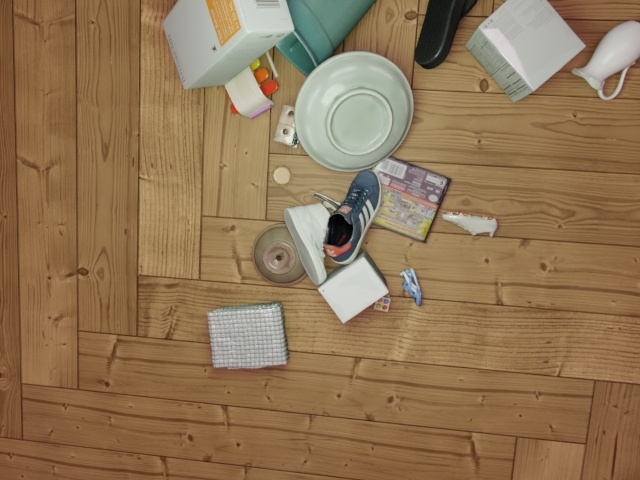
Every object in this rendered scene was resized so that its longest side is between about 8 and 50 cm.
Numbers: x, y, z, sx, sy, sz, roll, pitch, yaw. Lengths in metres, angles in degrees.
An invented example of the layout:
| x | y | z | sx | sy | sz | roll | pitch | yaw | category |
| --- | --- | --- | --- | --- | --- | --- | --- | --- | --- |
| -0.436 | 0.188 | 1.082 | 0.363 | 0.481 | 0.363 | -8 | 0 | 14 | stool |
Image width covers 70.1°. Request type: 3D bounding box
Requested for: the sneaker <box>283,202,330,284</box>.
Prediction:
| x | y | z | sx | sy | sz | roll | pitch | yaw | category |
| --- | --- | --- | --- | --- | --- | --- | --- | --- | --- |
| 0.000 | 0.000 | 1.605 | 0.169 | 0.108 | 0.293 | -16 | 77 | -26 | sneaker |

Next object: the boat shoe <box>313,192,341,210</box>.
| x | y | z | sx | sy | sz | roll | pitch | yaw | category |
| --- | --- | --- | --- | --- | --- | --- | --- | --- | --- |
| 0.034 | -0.132 | 1.660 | 0.137 | 0.049 | 0.043 | 26 | 101 | -3 | boat shoe |

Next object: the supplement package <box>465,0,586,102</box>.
| x | y | z | sx | sy | sz | roll | pitch | yaw | category |
| --- | --- | --- | --- | --- | --- | --- | --- | --- | --- |
| 0.644 | -0.624 | 1.464 | 0.199 | 0.198 | 0.263 | -41 | 91 | 8 | supplement package |

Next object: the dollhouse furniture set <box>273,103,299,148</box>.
| x | y | z | sx | sy | sz | roll | pitch | yaw | category |
| --- | --- | --- | --- | --- | --- | --- | --- | --- | --- |
| -0.048 | -0.378 | 1.595 | 0.183 | 0.129 | 0.129 | 18 | 98 | 4 | dollhouse furniture set |

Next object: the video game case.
| x | y | z | sx | sy | sz | roll | pitch | yaw | category |
| --- | --- | --- | --- | --- | --- | --- | --- | --- | --- |
| 0.292 | -0.153 | 1.638 | 0.274 | 0.035 | 0.248 | 21 | 98 | 2 | video game case |

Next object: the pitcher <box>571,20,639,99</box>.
| x | y | z | sx | sy | sz | roll | pitch | yaw | category |
| --- | --- | --- | --- | --- | --- | --- | --- | --- | --- |
| 0.965 | -0.583 | 1.488 | 0.177 | 0.125 | 0.207 | 35 | 110 | -20 | pitcher |

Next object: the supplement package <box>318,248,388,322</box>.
| x | y | z | sx | sy | sz | roll | pitch | yaw | category |
| --- | --- | --- | --- | --- | --- | --- | --- | --- | --- |
| 0.119 | 0.155 | 1.607 | 0.194 | 0.203 | 0.149 | -36 | 92 | 9 | supplement package |

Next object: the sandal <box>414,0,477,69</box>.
| x | y | z | sx | sy | sz | roll | pitch | yaw | category |
| --- | --- | --- | --- | --- | --- | --- | --- | --- | --- |
| 0.437 | -0.776 | 1.504 | 0.107 | 0.167 | 0.446 | 16 | 97 | -34 | sandal |

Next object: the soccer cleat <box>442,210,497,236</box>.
| x | y | z | sx | sy | sz | roll | pitch | yaw | category |
| --- | --- | --- | --- | --- | --- | --- | --- | --- | --- |
| 0.526 | -0.058 | 1.612 | 0.196 | 0.068 | 0.076 | 9 | 101 | 2 | soccer cleat |

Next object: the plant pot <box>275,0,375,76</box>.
| x | y | z | sx | sy | sz | roll | pitch | yaw | category |
| --- | --- | --- | --- | --- | --- | --- | --- | --- | --- |
| -0.009 | -0.765 | 1.463 | 0.341 | 0.341 | 0.334 | 44 | 90 | -1 | plant pot |

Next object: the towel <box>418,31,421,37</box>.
| x | y | z | sx | sy | sz | roll | pitch | yaw | category |
| --- | --- | --- | --- | --- | --- | --- | --- | --- | --- |
| 0.383 | -0.723 | 1.572 | 0.060 | 0.009 | 0.083 | 35 | 99 | 0 | towel |

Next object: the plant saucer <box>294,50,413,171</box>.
| x | y | z | sx | sy | sz | roll | pitch | yaw | category |
| --- | --- | --- | --- | --- | --- | --- | --- | --- | --- |
| 0.118 | -0.391 | 1.466 | 0.400 | 0.100 | 0.401 | -5 | 124 | -8 | plant saucer |

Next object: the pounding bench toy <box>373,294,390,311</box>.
| x | y | z | sx | sy | sz | roll | pitch | yaw | category |
| --- | --- | --- | --- | --- | --- | --- | --- | --- | --- |
| 0.211 | 0.223 | 1.675 | 0.083 | 0.065 | 0.052 | 13 | 98 | 4 | pounding bench toy |

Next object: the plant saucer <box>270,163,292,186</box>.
| x | y | z | sx | sy | sz | roll | pitch | yaw | category |
| --- | --- | --- | --- | --- | --- | --- | --- | --- | --- |
| -0.142 | -0.239 | 1.679 | 0.083 | 0.015 | 0.083 | 1 | 97 | 6 | plant saucer |

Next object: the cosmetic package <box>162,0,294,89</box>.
| x | y | z | sx | sy | sz | roll | pitch | yaw | category |
| --- | --- | --- | --- | --- | --- | --- | --- | --- | --- |
| -0.291 | -0.637 | 1.351 | 0.161 | 0.453 | 0.230 | -23 | 100 | -35 | cosmetic package |

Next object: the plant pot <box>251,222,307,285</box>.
| x | y | z | sx | sy | sz | roll | pitch | yaw | category |
| --- | --- | --- | --- | --- | --- | --- | --- | --- | --- |
| -0.144 | 0.057 | 1.668 | 0.237 | 0.110 | 0.237 | 1 | 97 | 6 | plant pot |

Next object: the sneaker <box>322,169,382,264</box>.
| x | y | z | sx | sy | sz | roll | pitch | yaw | category |
| --- | --- | --- | --- | --- | --- | --- | --- | --- | --- |
| 0.105 | -0.099 | 1.535 | 0.131 | 0.148 | 0.350 | 10 | 74 | 30 | sneaker |

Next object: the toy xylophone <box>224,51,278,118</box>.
| x | y | z | sx | sy | sz | roll | pitch | yaw | category |
| --- | --- | --- | --- | --- | --- | --- | --- | --- | --- |
| -0.260 | -0.601 | 1.596 | 0.236 | 0.081 | 0.323 | -15 | 97 | 21 | toy xylophone |

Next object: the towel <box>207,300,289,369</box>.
| x | y | z | sx | sy | sz | roll | pitch | yaw | category |
| --- | --- | --- | --- | --- | --- | --- | --- | --- | --- |
| -0.270 | 0.356 | 1.715 | 0.283 | 0.121 | 0.235 | -5 | 98 | 5 | towel |

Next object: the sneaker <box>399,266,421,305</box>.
| x | y | z | sx | sy | sz | roll | pitch | yaw | category |
| --- | --- | --- | --- | --- | --- | --- | --- | --- | --- |
| 0.332 | 0.172 | 1.665 | 0.059 | 0.053 | 0.144 | -17 | 86 | 7 | sneaker |
